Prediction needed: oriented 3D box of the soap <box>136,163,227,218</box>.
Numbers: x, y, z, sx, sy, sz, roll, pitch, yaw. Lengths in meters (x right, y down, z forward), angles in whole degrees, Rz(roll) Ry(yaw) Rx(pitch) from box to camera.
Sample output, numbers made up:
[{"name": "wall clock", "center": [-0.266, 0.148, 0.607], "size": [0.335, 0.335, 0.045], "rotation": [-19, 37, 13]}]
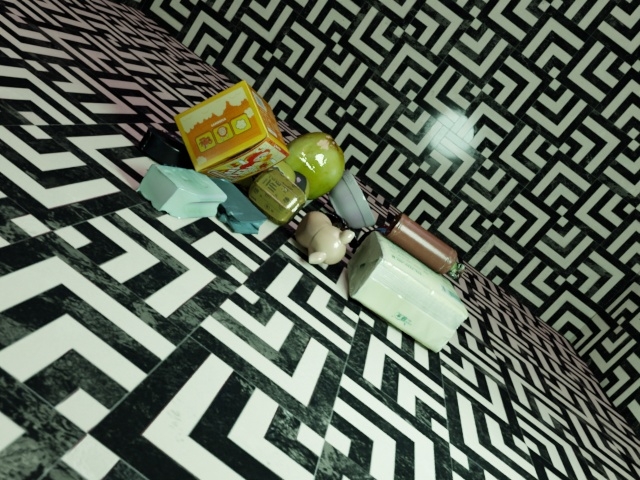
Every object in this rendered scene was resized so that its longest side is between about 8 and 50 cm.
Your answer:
[{"name": "soap", "center": [-0.384, -0.136, 1.480], "size": [0.145, 0.091, 0.230], "rotation": [41, 15, 12]}]

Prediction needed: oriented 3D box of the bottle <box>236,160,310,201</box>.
[{"name": "bottle", "center": [-0.188, -0.245, 2.040], "size": [0.351, 0.171, 0.171], "rotation": [24, 21, -37]}]

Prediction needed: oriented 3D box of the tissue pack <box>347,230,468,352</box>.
[{"name": "tissue pack", "center": [0.291, 0.169, 1.847], "size": [0.381, 0.207, 0.297], "rotation": [34, 17, -11]}]

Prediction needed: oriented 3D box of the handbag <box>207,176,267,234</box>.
[{"name": "handbag", "center": [-0.291, -0.114, 1.662], "size": [0.229, 0.062, 0.179], "rotation": [43, 17, 19]}]

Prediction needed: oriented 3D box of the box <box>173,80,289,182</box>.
[{"name": "box", "center": [-0.276, -0.336, 1.732], "size": [0.213, 0.260, 0.283], "rotation": [66, 9, 7]}]

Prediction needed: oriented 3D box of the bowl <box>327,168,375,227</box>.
[{"name": "bowl", "center": [0.128, -0.173, 2.456], "size": [0.287, 0.144, 0.286], "rotation": [-26, 90, -89]}]

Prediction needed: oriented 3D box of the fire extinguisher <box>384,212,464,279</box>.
[{"name": "fire extinguisher", "center": [0.382, 0.040, 1.874], "size": [0.337, 0.106, 0.147], "rotation": [35, -12, -7]}]

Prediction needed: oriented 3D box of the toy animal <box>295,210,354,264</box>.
[{"name": "toy animal", "center": [0.003, -0.011, 1.821], "size": [0.154, 0.166, 0.250], "rotation": [36, 4, -35]}]

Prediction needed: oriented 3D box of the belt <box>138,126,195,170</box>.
[{"name": "belt", "center": [-0.482, -0.288, 1.708], "size": [0.199, 0.078, 0.151], "rotation": [28, 16, -30]}]

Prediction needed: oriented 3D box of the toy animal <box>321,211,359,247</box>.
[{"name": "toy animal", "center": [0.089, -0.049, 2.186], "size": [0.219, 0.116, 0.180], "rotation": [36, 16, 18]}]

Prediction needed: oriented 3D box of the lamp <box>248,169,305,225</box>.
[{"name": "lamp", "center": [-0.156, -0.153, 1.878], "size": [0.185, 0.161, 0.161], "rotation": [40, 16, 3]}]

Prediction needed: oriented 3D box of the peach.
[{"name": "peach", "center": [-0.048, -0.326, 2.334], "size": [0.281, 0.316, 0.314], "rotation": [52, 9, -4]}]

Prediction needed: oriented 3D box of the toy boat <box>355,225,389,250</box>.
[{"name": "toy boat", "center": [0.214, 0.005, 2.086], "size": [0.080, 0.136, 0.392], "rotation": [8, -10, -8]}]
